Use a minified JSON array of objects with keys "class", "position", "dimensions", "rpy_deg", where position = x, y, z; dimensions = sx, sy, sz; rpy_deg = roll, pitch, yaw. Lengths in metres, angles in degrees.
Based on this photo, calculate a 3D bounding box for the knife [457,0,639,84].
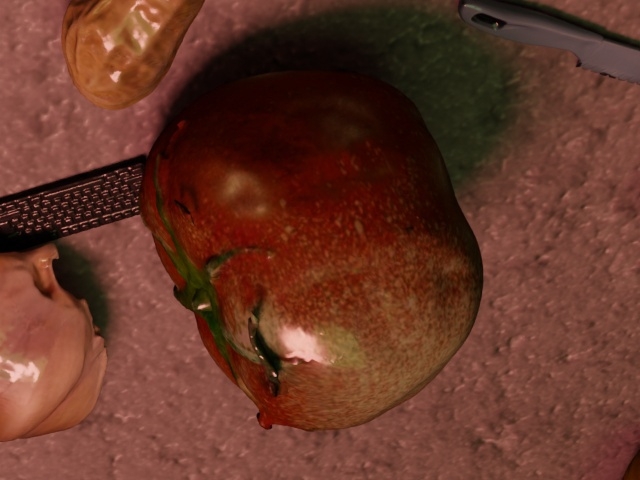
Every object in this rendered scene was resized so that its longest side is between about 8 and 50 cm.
[{"class":"knife","position":[0.243,-0.163,1.518],"dimensions":[0.313,0.019,0.044],"rpy_deg":[12,137,-30]}]

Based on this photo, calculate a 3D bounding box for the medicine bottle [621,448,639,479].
[{"class":"medicine bottle","position":[0.412,0.412,2.027],"dimensions":[0.224,0.224,0.384],"rpy_deg":[-2,136,-18]}]

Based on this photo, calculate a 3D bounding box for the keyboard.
[{"class":"keyboard","position":[-0.243,-0.019,1.491],"dimensions":[0.204,0.013,0.061],"rpy_deg":[-17,137,-3]}]

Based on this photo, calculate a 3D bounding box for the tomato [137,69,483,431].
[{"class":"tomato","position":[0.000,0.000,1.432],"dimensions":[0.239,0.303,0.303],"rpy_deg":[-28,140,-14]}]

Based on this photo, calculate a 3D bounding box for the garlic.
[{"class":"garlic","position":[-0.291,0.106,1.528],"dimensions":[0.217,0.110,0.228],"rpy_deg":[5,138,-18]}]

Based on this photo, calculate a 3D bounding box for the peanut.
[{"class":"peanut","position":[-0.139,-0.180,1.308],"dimensions":[0.093,0.083,0.194],"rpy_deg":[8,132,-28]}]
